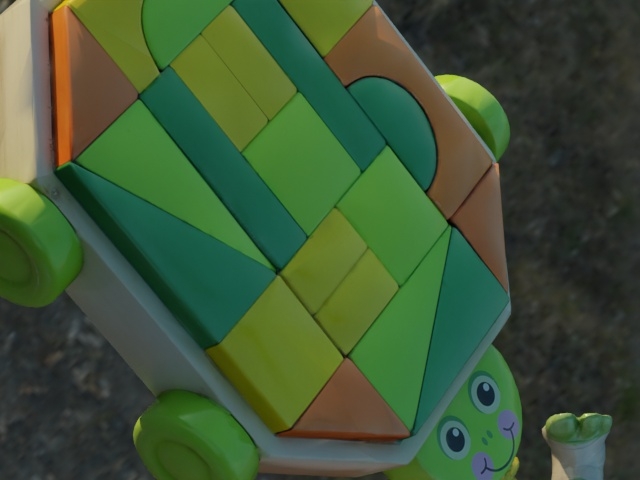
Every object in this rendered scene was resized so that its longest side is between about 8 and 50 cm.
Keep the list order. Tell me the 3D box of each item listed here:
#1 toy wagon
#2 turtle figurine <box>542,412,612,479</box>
[{"bbox_3d":[0.000,0.000,0.851,0.344,0.068,0.267,51,51,-14],"label":"toy wagon"},{"bbox_3d":[0.141,0.254,1.259,0.274,0.197,0.266,11,66,-42],"label":"turtle figurine"}]
